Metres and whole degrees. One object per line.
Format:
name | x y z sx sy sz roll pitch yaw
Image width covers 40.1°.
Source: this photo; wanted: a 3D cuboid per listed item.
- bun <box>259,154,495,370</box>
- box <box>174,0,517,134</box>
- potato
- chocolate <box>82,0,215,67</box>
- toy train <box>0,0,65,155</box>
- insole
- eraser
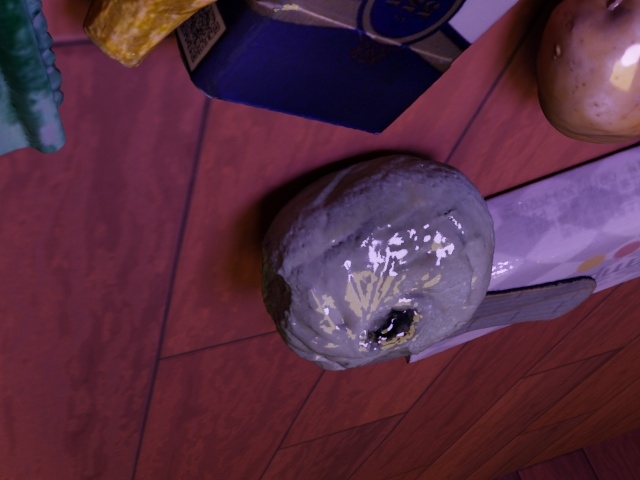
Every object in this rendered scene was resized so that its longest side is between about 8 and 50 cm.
bun | 0.060 0.026 0.765 0.221 0.108 0.221 -12 122 -20
box | 0.052 -0.171 0.491 0.168 0.071 0.259 4 142 -44
potato | 0.224 -0.131 0.667 0.118 0.109 0.178 -48 157 0
chocolate | -0.050 -0.160 0.423 0.085 0.085 0.219 4 148 -43
toy train | -0.215 -0.108 0.296 0.202 0.145 0.266 -26 156 -17
insole | 0.158 0.086 0.944 0.348 0.009 0.119 -8 149 -27
eraser | 0.270 0.006 0.991 0.397 0.082 0.213 -19 155 -8
